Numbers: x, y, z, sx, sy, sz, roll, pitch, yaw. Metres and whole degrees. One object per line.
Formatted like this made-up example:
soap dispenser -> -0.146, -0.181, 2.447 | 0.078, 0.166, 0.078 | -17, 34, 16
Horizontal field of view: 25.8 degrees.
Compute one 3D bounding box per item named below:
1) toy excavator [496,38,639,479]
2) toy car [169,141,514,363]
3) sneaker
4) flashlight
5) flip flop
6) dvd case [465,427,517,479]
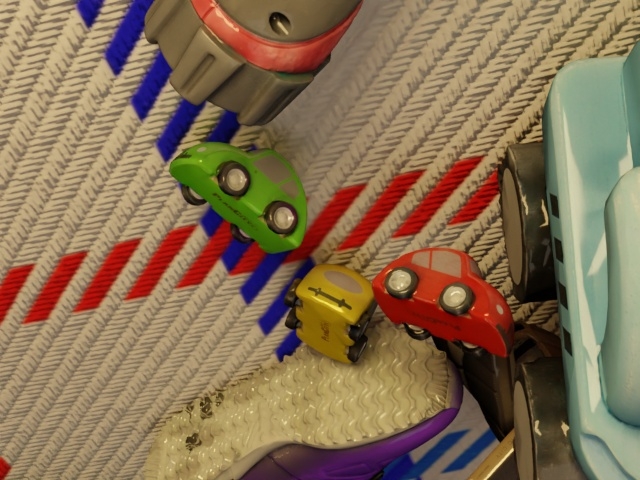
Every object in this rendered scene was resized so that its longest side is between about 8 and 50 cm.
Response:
toy excavator -> 0.231, -0.059, 0.756 | 0.222, 0.433, 0.445 | -3, 168, -1
toy car -> 0.000, 0.000, 0.933 | 0.225, 0.053, 0.239 | 40, 156, -20
sneaker -> 0.009, 0.164, 1.129 | 0.293, 0.102, 0.146 | -23, 137, 32
flashlight -> 0.023, -0.187, 0.711 | 0.103, 0.103, 0.304 | 23, 134, -24
flip flop -> 0.161, 0.113, 1.083 | 0.080, 0.112, 0.277 | -37, 133, -2
dvd case -> 0.216, 0.139, 1.068 | 0.221, 0.018, 0.164 | -47, 139, -5
